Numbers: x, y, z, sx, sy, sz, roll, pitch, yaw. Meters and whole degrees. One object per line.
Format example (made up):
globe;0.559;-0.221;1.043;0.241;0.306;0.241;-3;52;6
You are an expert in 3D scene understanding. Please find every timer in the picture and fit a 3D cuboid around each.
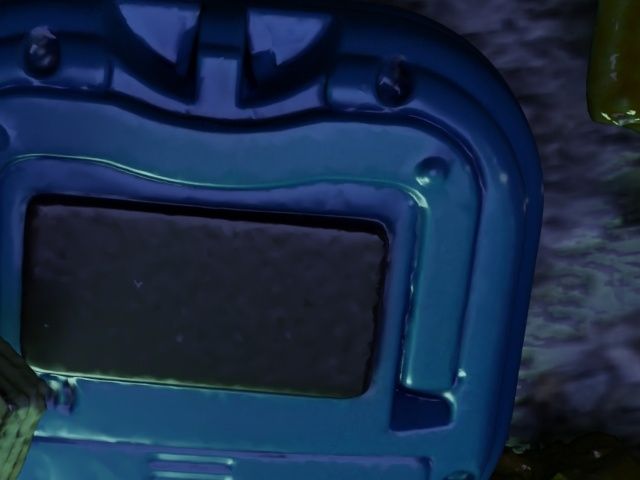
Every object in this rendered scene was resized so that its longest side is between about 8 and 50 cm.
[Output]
timer;-0.061;0.027;0.845;0.340;0.115;0.309;4;112;-3

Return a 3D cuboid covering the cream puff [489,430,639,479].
cream puff;0.147;0.167;0.944;0.146;0.116;0.146;-21;139;-19

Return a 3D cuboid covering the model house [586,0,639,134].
model house;0.250;-0.074;0.804;0.239;0.173;0.268;1;116;-6

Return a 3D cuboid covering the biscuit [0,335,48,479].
biscuit;-0.245;0.057;0.798;0.252;0.052;0.150;36;116;22
